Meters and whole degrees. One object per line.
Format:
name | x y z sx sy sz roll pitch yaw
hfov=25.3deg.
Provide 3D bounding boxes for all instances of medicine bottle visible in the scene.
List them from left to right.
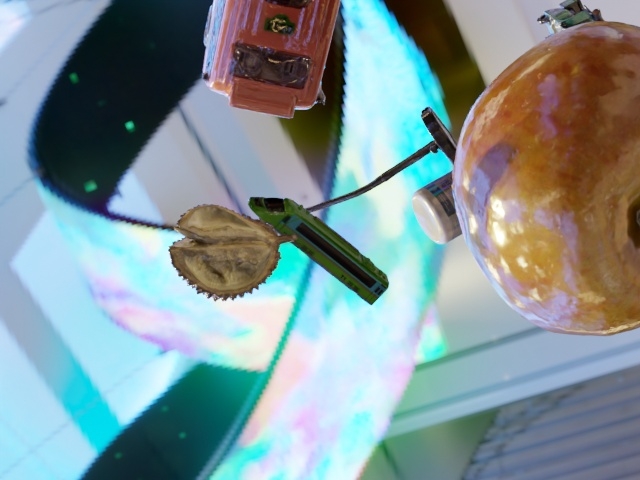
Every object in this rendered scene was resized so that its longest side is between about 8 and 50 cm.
medicine bottle | 0.263 -0.081 2.487 0.107 0.191 0.107 54 164 23

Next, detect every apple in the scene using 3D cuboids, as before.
apple | 0.363 -0.063 1.800 0.400 0.400 0.333 52 -166 -37

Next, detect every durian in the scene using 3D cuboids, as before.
durian | -0.095 0.013 1.540 0.071 0.140 0.110 121 140 -77

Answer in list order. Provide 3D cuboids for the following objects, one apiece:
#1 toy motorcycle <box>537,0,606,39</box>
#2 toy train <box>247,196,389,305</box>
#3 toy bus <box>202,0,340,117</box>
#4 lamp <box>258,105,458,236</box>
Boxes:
toy motorcycle | 0.456 -0.394 2.588 0.058 0.100 0.173 60 -177 -22
toy train | 0.000 0.000 1.784 0.209 0.042 0.044 39 -164 -21
toy bus | -0.055 -0.407 2.205 0.233 0.203 0.427 -97 19 -64
lamp | 0.075 -0.091 2.290 0.130 0.371 0.108 56 -149 -2
